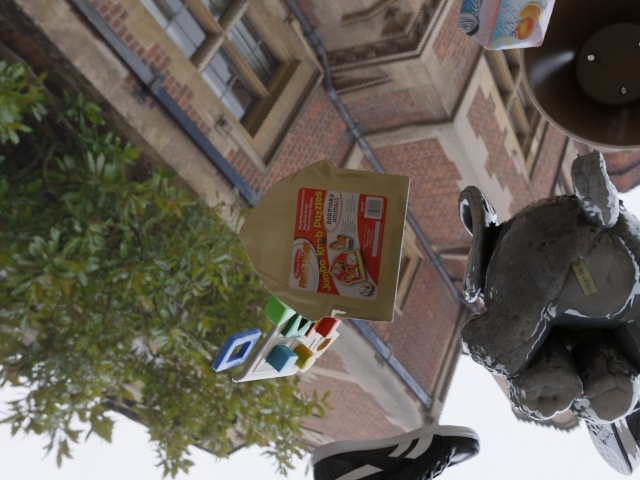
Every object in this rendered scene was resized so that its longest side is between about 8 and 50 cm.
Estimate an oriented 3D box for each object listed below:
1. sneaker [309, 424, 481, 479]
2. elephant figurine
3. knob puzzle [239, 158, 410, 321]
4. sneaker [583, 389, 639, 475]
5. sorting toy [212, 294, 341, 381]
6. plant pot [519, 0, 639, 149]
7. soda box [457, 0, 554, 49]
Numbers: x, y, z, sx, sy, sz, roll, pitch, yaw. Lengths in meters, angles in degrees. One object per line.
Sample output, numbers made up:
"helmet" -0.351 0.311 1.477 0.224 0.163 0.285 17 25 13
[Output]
"sneaker" 0.101 0.297 0.693 0.216 0.079 0.121 -5 -133 -10
"elephant figurine" 0.177 0.023 0.495 0.186 0.169 0.239 -49 -169 18
"knob puzzle" 0.000 0.000 0.698 0.213 0.213 0.030 -29 -179 12
"sneaker" 0.410 0.174 0.763 0.163 0.226 0.086 -34 -155 -11
"sorting toy" -0.029 0.160 0.946 0.047 0.347 0.196 42 -80 24
"plant pot" 0.416 -0.257 0.806 0.256 0.257 0.274 -17 -178 24
"soda box" 0.168 -0.257 0.484 0.058 0.183 0.063 -8 -139 -15
